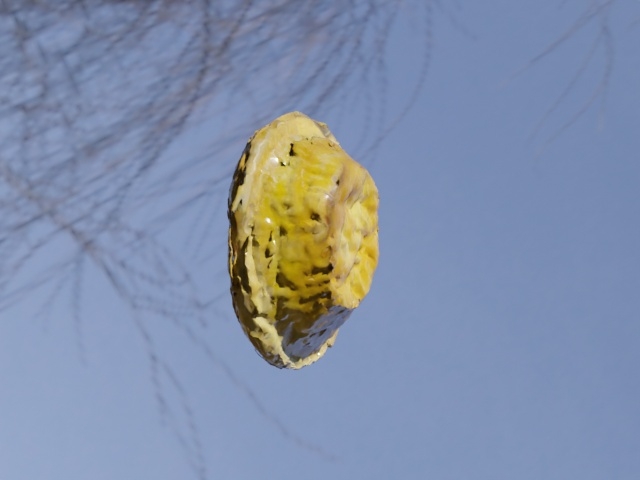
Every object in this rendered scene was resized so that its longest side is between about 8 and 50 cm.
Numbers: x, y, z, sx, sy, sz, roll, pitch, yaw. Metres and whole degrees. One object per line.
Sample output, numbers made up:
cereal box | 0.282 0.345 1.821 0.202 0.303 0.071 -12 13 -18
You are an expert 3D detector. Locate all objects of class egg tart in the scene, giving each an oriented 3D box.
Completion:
egg tart | 0.000 0.000 0.866 0.049 0.129 0.129 0 -69 27
